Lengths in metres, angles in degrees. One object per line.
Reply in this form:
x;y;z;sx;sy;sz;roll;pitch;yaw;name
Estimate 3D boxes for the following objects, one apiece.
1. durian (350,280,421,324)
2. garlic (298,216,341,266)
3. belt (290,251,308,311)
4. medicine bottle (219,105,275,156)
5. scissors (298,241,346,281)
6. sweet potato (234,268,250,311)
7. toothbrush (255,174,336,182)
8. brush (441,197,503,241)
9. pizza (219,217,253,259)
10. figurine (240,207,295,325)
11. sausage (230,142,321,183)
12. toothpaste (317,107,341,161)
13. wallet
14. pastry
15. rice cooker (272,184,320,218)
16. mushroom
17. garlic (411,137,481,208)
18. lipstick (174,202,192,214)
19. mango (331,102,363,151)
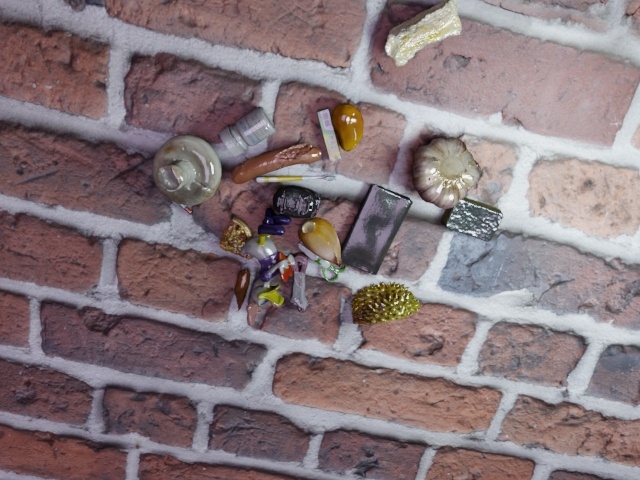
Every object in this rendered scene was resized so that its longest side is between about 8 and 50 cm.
0.244;0.251;1.946;0.260;0.186;0.154;-24;116;-4;durian
0.007;-0.007;1.867;0.207;0.128;0.115;47;61;-21;garlic
-0.082;0.159;1.960;0.071;0.053;0.232;1;109;3;belt
-0.243;-0.365;1.727;0.168;0.105;0.105;-29;109;10;medicine bottle
0.000;0.069;1.937;0.204;0.027;0.101;38;102;-14;scissors
-0.304;0.192;1.974;0.056;0.056;0.195;13;116;-5;sweet potato
-0.086;-0.218;1.826;0.287;0.024;0.021;-2;112;1;toothbrush
0.549;-0.078;1.860;0.197;0.059;0.123;17;112;-6;brush
-0.311;0.006;1.903;0.134;0.046;0.175;-25;110;9;pizza
-0.199;0.099;1.862;0.193;0.154;0.422;4;109;12;figurine
-0.156;-0.272;1.776;0.326;0.079;0.087;-16;141;8;sausage
0.031;-0.360;1.763;0.043;0.037;0.179;-13;111;7;toothpaste
0.195;-0.038;1.887;0.170;0.044;0.321;22;107;-9;wallet
0.322;-0.653;1.620;0.258;0.089;0.122;-29;112;12;pastry
-0.086;-0.136;1.816;0.165;0.106;0.112;11;104;10;rice cooker
-0.456;-0.224;1.719;0.243;0.243;0.244;0;111;0;mushroom
0.414;-0.225;1.755;0.244;0.160;0.245;2;79;-13;garlic
-0.507;-0.140;1.855;0.030;0.030;0.129;-39;107;14;lipstick
0.092;-0.386;1.733;0.105;0.084;0.160;-20;131;-9;mango
